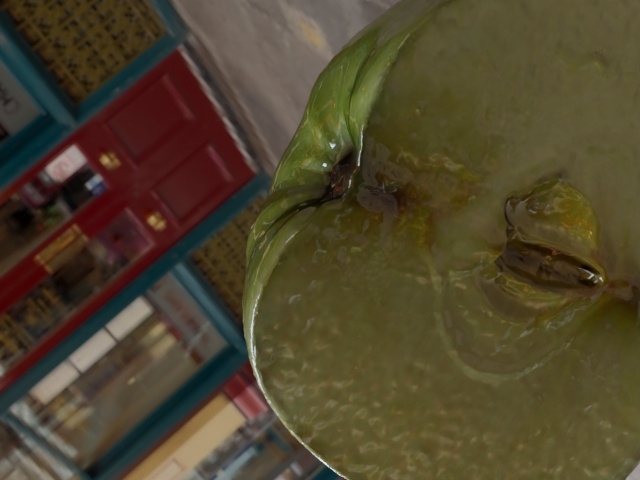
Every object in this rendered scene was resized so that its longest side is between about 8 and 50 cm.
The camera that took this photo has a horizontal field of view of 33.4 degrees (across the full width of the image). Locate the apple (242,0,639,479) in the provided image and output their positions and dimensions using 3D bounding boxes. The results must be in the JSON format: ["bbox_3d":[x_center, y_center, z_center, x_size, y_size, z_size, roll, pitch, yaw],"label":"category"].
[{"bbox_3d":[0.128,-0.004,0.695,0.360,0.320,0.312,21,146,-30],"label":"apple"}]
